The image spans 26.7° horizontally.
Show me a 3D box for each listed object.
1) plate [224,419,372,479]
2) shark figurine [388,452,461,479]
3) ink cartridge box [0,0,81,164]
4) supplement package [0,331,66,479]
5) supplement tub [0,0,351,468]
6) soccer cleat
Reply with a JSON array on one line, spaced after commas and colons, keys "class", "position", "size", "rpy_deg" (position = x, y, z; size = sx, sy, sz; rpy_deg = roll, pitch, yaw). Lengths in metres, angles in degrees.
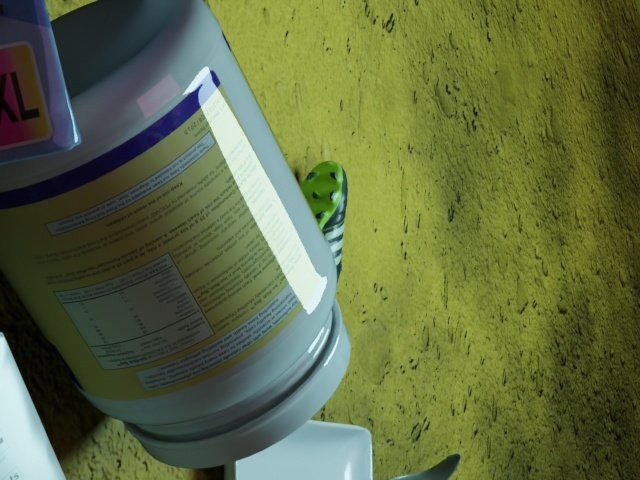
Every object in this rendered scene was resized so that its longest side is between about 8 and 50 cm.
[{"class": "plate", "position": [-0.026, 0.321, 1.380], "size": [0.278, 0.045, 0.277], "rpy_deg": [21, 65, -57]}, {"class": "shark figurine", "position": [0.154, 0.408, 1.612], "size": [0.166, 0.116, 0.278], "rpy_deg": [39, 52, -52]}, {"class": "ink cartridge box", "position": [-0.318, -0.215, 0.765], "size": [0.270, 0.151, 0.395], "rpy_deg": [-15, 98, -19]}, {"class": "supplement package", "position": [-0.255, 0.202, 0.908], "size": [0.134, 0.139, 0.244], "rpy_deg": [-45, 122, -54]}, {"class": "supplement tub", "position": [-0.130, -0.006, 1.080], "size": [0.331, 0.241, 0.241], "rpy_deg": [64, 34, -29]}, {"class": "soccer cleat", "position": [0.000, 0.000, 1.506], "size": [0.072, 0.060, 0.179], "rpy_deg": [43, 53, -61]}]
